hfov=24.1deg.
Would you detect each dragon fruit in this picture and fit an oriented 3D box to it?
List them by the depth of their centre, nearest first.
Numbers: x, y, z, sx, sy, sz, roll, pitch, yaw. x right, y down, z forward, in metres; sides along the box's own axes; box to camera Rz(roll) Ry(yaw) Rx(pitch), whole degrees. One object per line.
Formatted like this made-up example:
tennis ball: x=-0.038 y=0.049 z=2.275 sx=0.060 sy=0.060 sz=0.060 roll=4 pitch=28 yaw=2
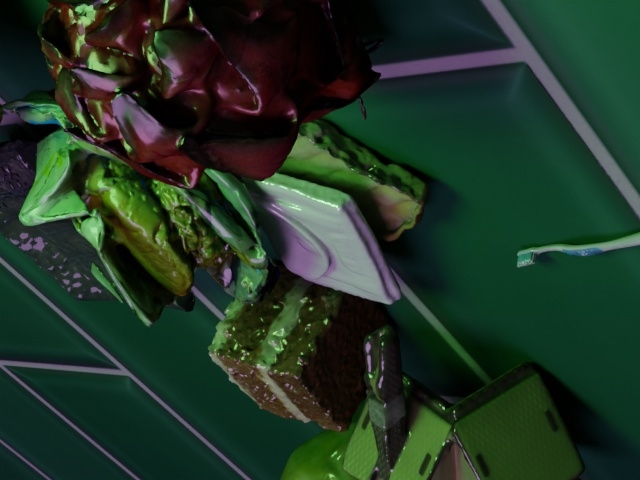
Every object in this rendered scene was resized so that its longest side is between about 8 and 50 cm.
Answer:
dragon fruit: x=-0.068 y=-0.137 z=1.070 sx=0.293 sy=0.233 sz=0.234 roll=23 pitch=160 yaw=-32

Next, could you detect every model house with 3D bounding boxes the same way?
model house: x=0.142 y=0.175 z=1.499 sx=0.205 sy=0.218 sz=0.278 roll=31 pitch=138 yaw=45

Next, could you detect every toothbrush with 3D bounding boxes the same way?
toothbrush: x=0.224 y=0.004 z=1.253 sx=0.014 sy=0.017 sz=0.162 roll=29 pitch=154 yaw=-32

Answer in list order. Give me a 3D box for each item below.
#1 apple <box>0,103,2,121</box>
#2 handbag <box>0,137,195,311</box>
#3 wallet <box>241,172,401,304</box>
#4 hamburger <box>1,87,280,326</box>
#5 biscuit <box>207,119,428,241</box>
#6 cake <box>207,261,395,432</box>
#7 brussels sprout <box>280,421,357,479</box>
apple: x=-0.450 y=-0.136 z=1.355 sx=0.346 sy=0.179 sz=0.254 roll=24 pitch=118 yaw=22
handbag: x=-0.257 y=-0.016 z=1.583 sx=0.175 sy=0.088 sz=0.270 roll=4 pitch=146 yaw=52
wallet: x=0.000 y=0.000 z=1.366 sx=0.124 sy=0.032 sz=0.183 roll=16 pitch=154 yaw=27
hamburger: x=-0.171 y=-0.016 z=1.389 sx=0.276 sy=0.150 sz=0.260 roll=37 pitch=167 yaw=23
biscuit: x=-0.041 y=-0.074 z=1.347 sx=0.274 sy=0.036 sz=0.187 roll=30 pitch=154 yaw=-4
cake: x=-0.023 y=0.104 z=1.548 sx=0.147 sy=0.135 sz=0.134 roll=15 pitch=152 yaw=37
brussels sprout: x=0.092 y=0.348 z=1.772 sx=0.317 sy=0.242 sz=0.273 roll=26 pitch=130 yaw=-6
